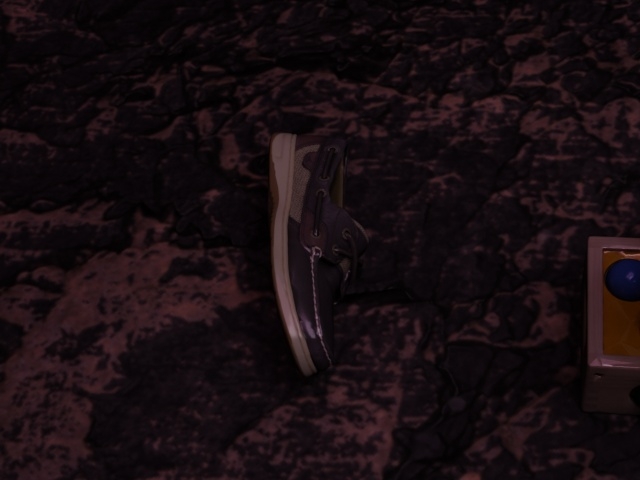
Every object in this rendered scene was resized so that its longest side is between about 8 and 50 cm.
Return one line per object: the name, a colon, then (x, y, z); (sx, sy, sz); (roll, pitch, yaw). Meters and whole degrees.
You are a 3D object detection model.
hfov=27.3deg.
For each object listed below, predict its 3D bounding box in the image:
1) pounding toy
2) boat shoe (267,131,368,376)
pounding toy: (0.254, 0.068, 0.934); (0.130, 0.100, 0.141); (2, 56, 8)
boat shoe: (0.000, 0.000, 1.021); (0.073, 0.080, 0.223); (-10, 51, 5)
